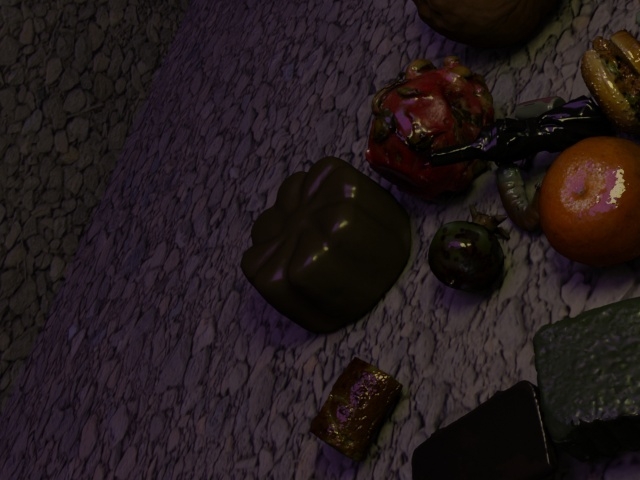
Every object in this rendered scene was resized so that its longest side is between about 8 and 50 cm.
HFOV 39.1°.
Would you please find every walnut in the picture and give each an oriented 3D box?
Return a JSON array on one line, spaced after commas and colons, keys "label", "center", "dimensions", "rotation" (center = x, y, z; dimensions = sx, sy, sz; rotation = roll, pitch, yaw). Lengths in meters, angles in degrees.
[{"label": "walnut", "center": [0.369, -0.605, 1.976], "dimensions": [0.398, 0.308, 0.354], "rotation": [-124, 41, -53]}]

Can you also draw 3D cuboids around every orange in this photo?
[{"label": "orange", "center": [0.474, -0.062, 1.508], "dimensions": [0.224, 0.170, 0.224], "rotation": [-22, 56, 36]}]

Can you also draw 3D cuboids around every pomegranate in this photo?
[{"label": "pomegranate", "center": [0.284, 0.022, 1.698], "dimensions": [0.169, 0.148, 0.148], "rotation": [-30, 19, -37]}]

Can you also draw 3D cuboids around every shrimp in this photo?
[{"label": "shrimp", "center": [0.377, -0.099, 1.674], "dimensions": [0.166, 0.049, 0.161], "rotation": [110, 150, -71]}]

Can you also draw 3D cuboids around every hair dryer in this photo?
[{"label": "hair dryer", "center": [0.425, -0.213, 1.801], "dimensions": [0.106, 0.054, 0.154], "rotation": [1, 65, 54]}]

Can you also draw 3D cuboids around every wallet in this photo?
[{"label": "wallet", "center": [0.256, 0.356, 1.463], "dimensions": [0.309, 0.042, 0.165], "rotation": [-43, 33, 38]}]

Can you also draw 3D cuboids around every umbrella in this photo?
[{"label": "umbrella", "center": [0.373, -0.188, 1.692], "dimensions": [0.340, 0.118, 0.118], "rotation": [-13, 44, 5]}]

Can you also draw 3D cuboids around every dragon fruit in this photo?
[{"label": "dragon fruit", "center": [0.232, -0.245, 1.873], "dimensions": [0.250, 0.269, 0.291], "rotation": [27, 85, 45]}]

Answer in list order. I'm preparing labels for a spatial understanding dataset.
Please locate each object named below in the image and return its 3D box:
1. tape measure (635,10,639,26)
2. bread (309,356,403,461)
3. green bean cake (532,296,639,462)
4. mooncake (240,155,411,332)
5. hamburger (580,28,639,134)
[{"label": "tape measure", "center": [0.688, -0.360, 1.556], "dimensions": [0.243, 0.125, 0.246], "rotation": [-26, 40, 38]}, {"label": "bread", "center": [0.066, 0.317, 1.706], "dimensions": [0.132, 0.103, 0.172], "rotation": [22, 75, 51]}, {"label": "green bean cake", "center": [0.447, 0.208, 1.350], "dimensions": [0.227, 0.125, 0.222], "rotation": [-26, 41, 30]}, {"label": "mooncake", "center": [0.000, 0.000, 1.969], "dimensions": [0.378, 0.201, 0.378], "rotation": [-29, 41, 29]}, {"label": "hamburger", "center": [0.531, -0.280, 1.578], "dimensions": [0.118, 0.182, 0.191], "rotation": [-29, 75, 14]}]
